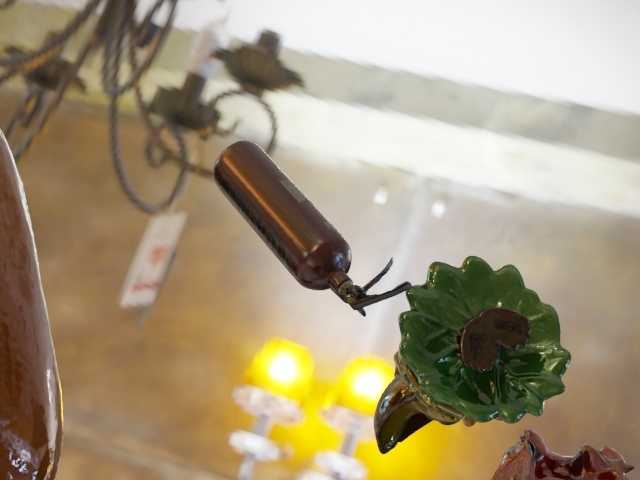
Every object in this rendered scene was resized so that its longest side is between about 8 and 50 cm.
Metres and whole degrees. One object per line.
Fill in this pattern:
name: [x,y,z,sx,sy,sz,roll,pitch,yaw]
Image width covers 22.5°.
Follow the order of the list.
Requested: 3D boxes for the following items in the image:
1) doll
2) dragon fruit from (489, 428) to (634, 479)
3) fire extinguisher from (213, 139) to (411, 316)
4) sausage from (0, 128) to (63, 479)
doll: [0.054,0.049,0.729,0.076,0.078,0.113,58,-23,-5]
dragon fruit: [0.131,0.163,0.783,0.208,0.150,0.133,-10,4,-10]
fire extinguisher: [-0.005,0.004,0.628,0.100,0.032,0.046,48,-27,36]
sausage: [-0.158,0.023,0.696,0.076,0.197,0.076,-12,-21,-5]
